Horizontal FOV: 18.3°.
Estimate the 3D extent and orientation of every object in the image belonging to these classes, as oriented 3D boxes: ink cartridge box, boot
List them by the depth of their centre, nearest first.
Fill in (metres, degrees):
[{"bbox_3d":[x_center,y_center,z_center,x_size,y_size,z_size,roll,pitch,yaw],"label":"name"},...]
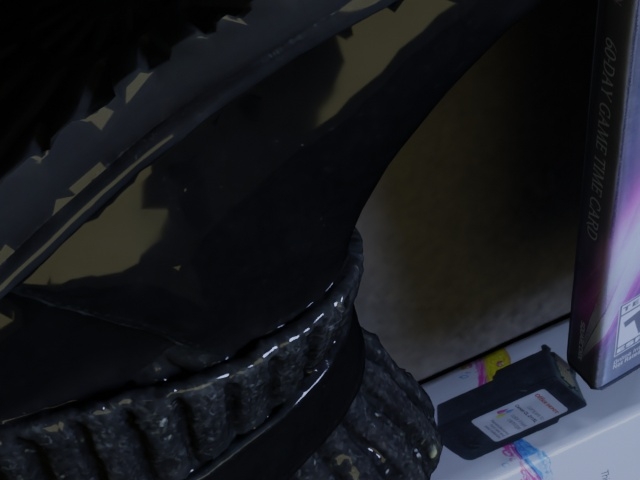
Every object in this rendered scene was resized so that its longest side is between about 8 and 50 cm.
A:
[{"bbox_3d":[-0.002,-0.002,0.712,0.348,0.131,0.260,-35,127,5],"label":"boot"},{"bbox_3d":[0.086,0.119,0.871,0.175,0.072,0.127,-23,128,-10],"label":"ink cartridge box"}]

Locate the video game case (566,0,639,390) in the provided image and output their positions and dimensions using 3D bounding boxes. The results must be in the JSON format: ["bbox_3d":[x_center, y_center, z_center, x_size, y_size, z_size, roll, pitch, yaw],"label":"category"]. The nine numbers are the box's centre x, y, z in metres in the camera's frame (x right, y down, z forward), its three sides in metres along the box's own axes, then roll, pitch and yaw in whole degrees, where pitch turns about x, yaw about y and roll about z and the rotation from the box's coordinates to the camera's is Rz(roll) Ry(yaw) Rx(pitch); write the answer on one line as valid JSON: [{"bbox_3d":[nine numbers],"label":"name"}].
[{"bbox_3d":[0.177,-0.078,0.716,0.196,0.026,0.274,-28,144,-20],"label":"video game case"}]
